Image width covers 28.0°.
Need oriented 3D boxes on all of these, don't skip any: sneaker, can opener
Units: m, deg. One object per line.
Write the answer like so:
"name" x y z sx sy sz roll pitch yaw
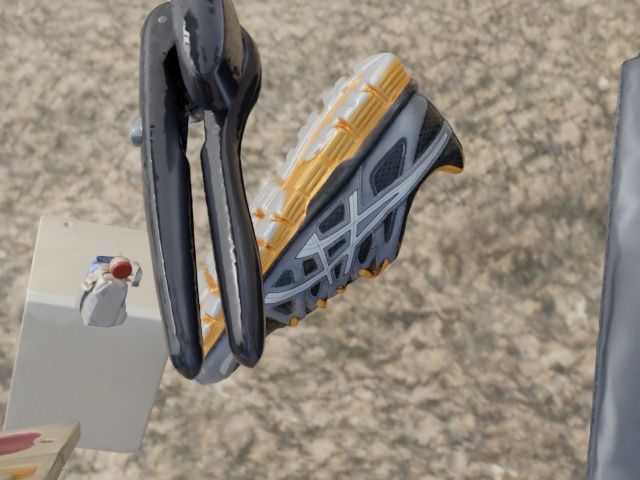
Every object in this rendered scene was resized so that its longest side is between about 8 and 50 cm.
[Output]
"sneaker" 0.000 0.000 0.725 0.215 0.083 0.084 -52 20 3
"can opener" -0.054 -0.029 0.548 0.059 0.073 0.186 -10 67 16

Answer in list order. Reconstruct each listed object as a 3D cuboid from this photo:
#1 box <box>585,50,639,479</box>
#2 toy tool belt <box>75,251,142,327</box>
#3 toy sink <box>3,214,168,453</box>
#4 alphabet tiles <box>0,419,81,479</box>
"box" 0.378 0.173 0.903 0.297 0.472 0.480 0 72 27
"toy tool belt" -0.194 0.036 1.169 0.083 0.052 0.051 -64 32 33
"toy sink" -0.243 0.101 1.370 0.152 0.234 0.131 9 44 -12
"alphabet tiles" -0.278 0.121 0.526 0.342 0.285 0.011 -8 95 -2
